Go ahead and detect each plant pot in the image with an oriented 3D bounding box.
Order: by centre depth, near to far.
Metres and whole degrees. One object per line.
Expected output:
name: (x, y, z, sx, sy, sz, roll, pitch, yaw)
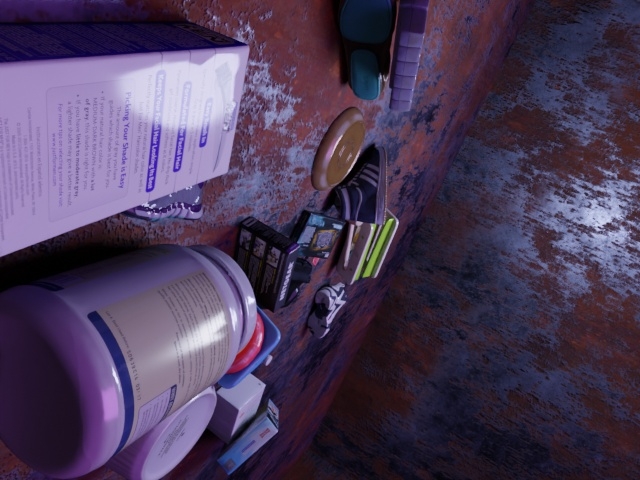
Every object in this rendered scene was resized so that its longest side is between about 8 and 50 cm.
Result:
plant pot: (0.056, -0.230, 1.322, 0.236, 0.032, 0.236, -50, 159, -27)

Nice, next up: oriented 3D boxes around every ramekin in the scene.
ramekin: (-0.333, 0.370, 1.052, 0.273, 0.127, 0.273, -51, 161, -26)

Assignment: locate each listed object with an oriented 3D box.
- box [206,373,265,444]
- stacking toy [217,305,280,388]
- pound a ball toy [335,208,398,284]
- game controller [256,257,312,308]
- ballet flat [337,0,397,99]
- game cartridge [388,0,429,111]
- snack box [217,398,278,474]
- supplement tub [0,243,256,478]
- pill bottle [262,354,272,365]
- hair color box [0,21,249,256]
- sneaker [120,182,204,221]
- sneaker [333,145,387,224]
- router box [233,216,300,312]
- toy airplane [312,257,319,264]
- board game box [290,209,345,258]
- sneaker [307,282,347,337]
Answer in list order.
box: (-0.253, 0.495, 1.517, 0.130, 0.091, 0.170, -34, 150, -52)
stacking toy: (-0.226, 0.160, 1.020, 0.175, 0.166, 0.302, -45, 148, -9)
pound a ball toy: (0.124, -0.003, 1.754, 0.208, 0.135, 0.319, -12, 135, -33)
game controller: (-0.115, 0.115, 1.379, 0.166, 0.067, 0.319, -47, 162, 6)
ballet flat: (0.105, -0.434, 1.041, 0.342, 0.116, 0.124, 70, 32, -68)
game cartridge: (0.191, -0.479, 1.046, 0.230, 0.068, 0.355, 76, 23, -64)
snack box: (-0.222, 0.613, 1.617, 0.187, 0.060, 0.322, -40, 177, -8)
supplement tub: (-0.261, 0.136, 0.709, 0.325, 0.235, 0.235, -25, 141, -60)
pill bottle: (-0.181, 0.324, 1.459, 0.043, 0.083, 0.043, -51, 160, -26)
hair color box: (-0.234, -0.136, 0.569, 0.339, 0.110, 0.185, -32, 146, -52)
sneaker: (-0.234, -0.083, 0.727, 0.224, 0.083, 0.098, -16, 122, -79)
sneaker: (0.119, -0.172, 1.509, 0.099, 0.153, 0.282, 86, 8, -56)
router box: (-0.126, 0.055, 1.110, 0.046, 0.133, 0.178, -38, 152, -48)
toy airplane: (0.000, 0.000, 1.532, 0.151, 0.028, 0.151, -55, 159, -32)
board game box: (-0.010, -0.013, 1.424, 0.186, 0.026, 0.126, 11, 108, -57)
sneaker: (0.038, 0.255, 1.921, 0.153, 0.094, 0.234, -28, 135, -44)
